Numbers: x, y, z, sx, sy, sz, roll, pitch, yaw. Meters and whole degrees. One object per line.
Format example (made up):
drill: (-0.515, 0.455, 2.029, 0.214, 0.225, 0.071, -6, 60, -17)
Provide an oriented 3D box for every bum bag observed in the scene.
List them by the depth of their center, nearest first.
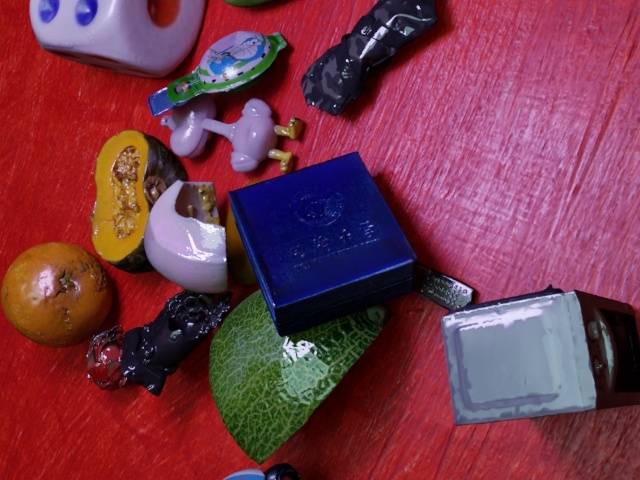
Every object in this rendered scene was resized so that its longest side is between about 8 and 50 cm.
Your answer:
bum bag: (0.091, -0.372, 1.667, 0.340, 0.095, 0.144, -40, 48, 21)

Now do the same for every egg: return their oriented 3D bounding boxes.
egg: (-0.276, 0.008, 1.746, 0.271, 0.162, 0.206, -107, 15, -53)

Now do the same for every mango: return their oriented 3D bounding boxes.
mango: (-0.124, -0.011, 1.738, 0.152, 0.120, 0.221, 14, 98, 46)

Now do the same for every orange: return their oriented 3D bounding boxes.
orange: (-0.601, 0.125, 1.964, 0.246, 0.246, 0.246, -6, 79, 33)

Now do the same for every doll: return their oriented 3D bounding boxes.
doll: (-0.209, -0.236, 1.845, 0.365, 0.094, 0.160, 15, 94, 34)

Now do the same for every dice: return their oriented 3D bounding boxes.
dice: (-0.457, -0.547, 1.954, 0.304, 0.277, 0.304, 13, 92, 33)

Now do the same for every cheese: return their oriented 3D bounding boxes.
cheese: (-0.221, -0.355, 1.821, 0.320, 0.083, 0.204, -27, 40, -1)

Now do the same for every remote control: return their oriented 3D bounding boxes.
remote control: (0.188, 0.072, 1.571, 0.212, 0.028, 0.059, 28, 95, 33)

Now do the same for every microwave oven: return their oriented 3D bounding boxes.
microwave oven: (0.341, 0.172, 1.290, 0.238, 0.295, 0.181, -14, 76, 32)

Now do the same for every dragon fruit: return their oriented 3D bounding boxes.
dragon fruit: (-0.464, 0.267, 1.923, 0.130, 0.121, 0.142, -28, 71, 22)

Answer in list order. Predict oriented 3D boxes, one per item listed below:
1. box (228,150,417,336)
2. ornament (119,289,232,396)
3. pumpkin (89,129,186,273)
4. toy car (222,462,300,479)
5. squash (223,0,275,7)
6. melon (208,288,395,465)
box: (0.000, 0.000, 1.551, 0.261, 0.116, 0.279, -18, 54, -10)
ornament: (-0.293, 0.175, 1.800, 0.260, 0.106, 0.251, -46, 21, 4)
pumpkin: (-0.421, -0.080, 1.928, 0.222, 0.139, 0.317, -15, 72, 32)
toy car: (-0.095, 0.539, 1.556, 0.188, 0.190, 0.255, -26, 110, 31)
squash: (-0.052, -0.576, 1.784, 0.395, 0.107, 0.107, -19, 72, 27)
melon: (-0.037, 0.205, 1.612, 0.343, 0.226, 0.331, -53, 33, 26)
